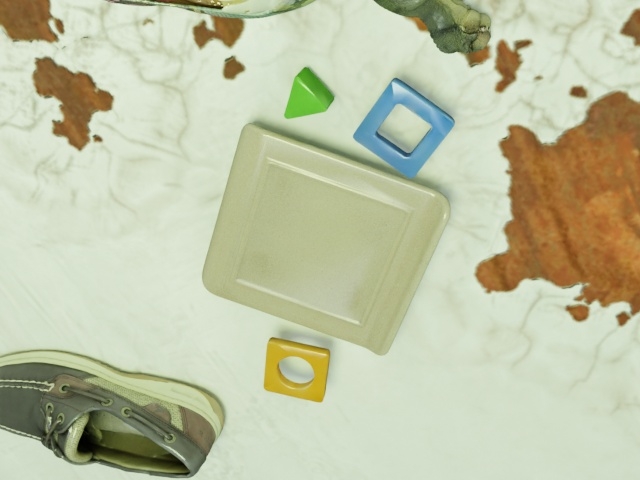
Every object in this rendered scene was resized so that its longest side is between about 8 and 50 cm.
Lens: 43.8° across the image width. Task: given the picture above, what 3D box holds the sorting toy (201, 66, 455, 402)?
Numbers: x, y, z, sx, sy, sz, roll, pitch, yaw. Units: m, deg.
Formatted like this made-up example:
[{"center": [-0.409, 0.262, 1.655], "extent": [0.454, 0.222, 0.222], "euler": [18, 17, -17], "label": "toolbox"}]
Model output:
[{"center": [0.000, 0.000, 0.735], "extent": [0.196, 0.047, 0.348], "euler": [22, 120, 3], "label": "sorting toy"}]

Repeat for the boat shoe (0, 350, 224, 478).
[{"center": [-0.251, 0.193, 0.857], "extent": [0.285, 0.092, 0.103], "euler": [10, 120, 4], "label": "boat shoe"}]

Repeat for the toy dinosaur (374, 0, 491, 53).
[{"center": [0.038, -0.236, 0.573], "extent": [0.268, 0.064, 0.118], "euler": [27, 104, -15], "label": "toy dinosaur"}]

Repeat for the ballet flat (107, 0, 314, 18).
[{"center": [-0.094, -0.207, 0.615], "extent": [0.221, 0.079, 0.077], "euler": [4, 118, 8], "label": "ballet flat"}]
